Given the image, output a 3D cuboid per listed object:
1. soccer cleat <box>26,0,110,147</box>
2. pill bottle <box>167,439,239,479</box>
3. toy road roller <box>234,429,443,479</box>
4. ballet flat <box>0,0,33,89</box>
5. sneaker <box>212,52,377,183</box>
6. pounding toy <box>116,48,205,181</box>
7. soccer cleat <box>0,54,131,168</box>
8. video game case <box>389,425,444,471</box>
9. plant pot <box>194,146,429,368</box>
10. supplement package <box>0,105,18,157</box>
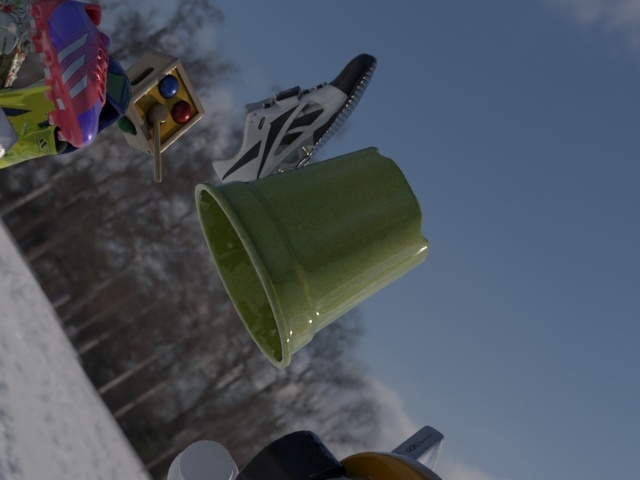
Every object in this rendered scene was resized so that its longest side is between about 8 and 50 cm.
[{"bbox_3d":[-0.278,-0.202,1.493,0.248,0.095,0.083,-116,-156,-43],"label":"soccer cleat"},{"bbox_3d":[-0.178,0.374,1.949,0.108,0.108,0.193,52,-24,20],"label":"pill bottle"},{"bbox_3d":[0.005,0.336,1.145,0.202,0.329,0.240,46,17,29],"label":"toy road roller"},{"bbox_3d":[-0.464,-0.262,1.847,0.077,0.091,0.241,-95,-159,-60],"label":"ballet flat"},{"bbox_3d":[-0.048,-0.205,2.129,0.146,0.330,0.122,42,1,6],"label":"sneaker"},{"bbox_3d":[-0.251,-0.189,1.954,0.100,0.141,0.130,23,-31,42],"label":"pounding toy"},{"bbox_3d":[-0.370,-0.139,1.630,0.093,0.289,0.121,53,14,-45],"label":"soccer cleat"},{"bbox_3d":[0.025,0.418,1.590,0.036,0.300,0.329,29,-58,26],"label":"video game case"},{"bbox_3d":[0.000,0.000,1.777,0.276,0.254,0.276,58,-16,28],"label":"plant pot"},{"bbox_3d":[-0.530,-0.167,1.477,0.293,0.177,0.175,28,-24,28],"label":"supplement package"}]
